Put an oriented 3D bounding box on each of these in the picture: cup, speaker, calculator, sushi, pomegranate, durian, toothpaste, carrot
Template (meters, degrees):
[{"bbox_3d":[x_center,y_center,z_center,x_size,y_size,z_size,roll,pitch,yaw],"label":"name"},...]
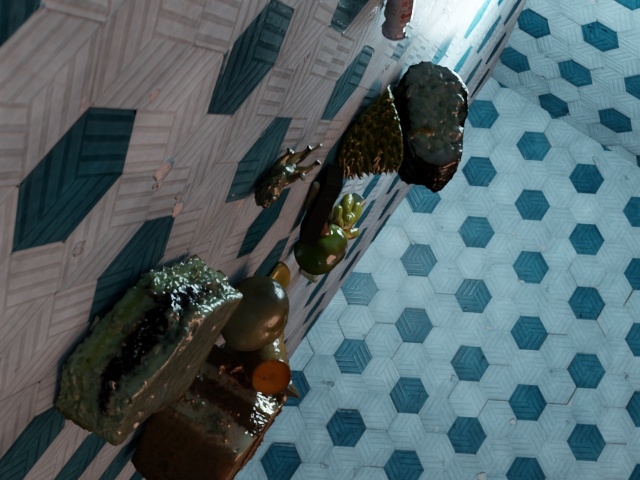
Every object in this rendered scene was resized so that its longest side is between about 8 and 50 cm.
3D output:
[{"bbox_3d":[0.097,-0.111,2.561,0.083,0.075,0.054,-51,134,-11],"label":"cup"},{"bbox_3d":[0.001,-0.088,2.000,0.082,0.044,0.218,-86,-164,-48],"label":"speaker"},{"bbox_3d":[-0.136,0.137,2.202,0.157,0.033,0.236,-54,170,-9],"label":"calculator"},{"bbox_3d":[0.279,-0.301,2.091,0.171,0.210,0.350,119,-27,-64],"label":"sushi"},{"bbox_3d":[0.000,0.000,2.190,0.152,0.131,0.191,-42,142,-38],"label":"pomegranate"},{"bbox_3d":[0.118,-0.261,2.030,0.394,0.163,0.198,101,-15,-79],"label":"durian"},{"bbox_3d":[0.159,-0.486,1.488,0.089,0.057,0.234,-49,161,-33],"label":"toothpaste"},{"bbox_3d":[-0.149,0.258,1.963,0.139,0.138,0.302,-58,-161,14],"label":"carrot"}]

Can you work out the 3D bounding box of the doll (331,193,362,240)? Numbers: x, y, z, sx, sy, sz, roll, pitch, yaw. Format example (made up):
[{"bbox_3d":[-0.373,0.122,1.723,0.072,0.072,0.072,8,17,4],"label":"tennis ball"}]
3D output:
[{"bbox_3d":[0.058,-0.046,2.441,0.209,0.097,0.137,-60,136,-28],"label":"doll"}]

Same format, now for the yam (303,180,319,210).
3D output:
[{"bbox_3d":[-0.023,-0.109,1.956,0.021,0.021,0.116,-51,171,-33],"label":"yam"}]

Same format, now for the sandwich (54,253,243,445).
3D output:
[{"bbox_3d":[-0.275,0.179,1.262,0.262,0.131,0.325,-57,170,16],"label":"sandwich"}]

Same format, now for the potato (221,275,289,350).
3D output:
[{"bbox_3d":[-0.158,0.170,1.824,0.178,0.160,0.235,-27,178,-24],"label":"potato"}]

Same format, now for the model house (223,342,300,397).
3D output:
[{"bbox_3d":[-0.152,0.364,2.234,0.181,0.248,0.176,-60,171,33],"label":"model house"}]

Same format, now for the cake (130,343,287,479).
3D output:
[{"bbox_3d":[-0.270,0.459,1.915,0.282,0.255,0.290,-61,175,28],"label":"cake"}]

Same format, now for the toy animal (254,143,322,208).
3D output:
[{"bbox_3d":[-0.054,-0.142,1.524,0.220,0.069,0.086,-42,-174,-41],"label":"toy animal"}]

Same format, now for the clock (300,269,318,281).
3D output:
[{"bbox_3d":[0.009,0.045,2.568,0.191,0.062,0.151,-56,172,-4],"label":"clock"}]
